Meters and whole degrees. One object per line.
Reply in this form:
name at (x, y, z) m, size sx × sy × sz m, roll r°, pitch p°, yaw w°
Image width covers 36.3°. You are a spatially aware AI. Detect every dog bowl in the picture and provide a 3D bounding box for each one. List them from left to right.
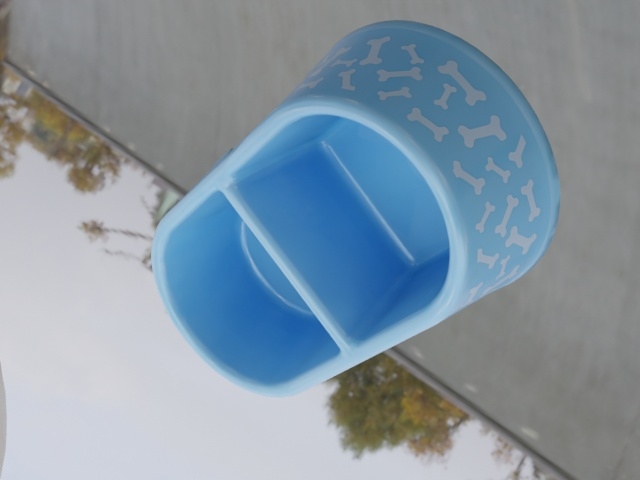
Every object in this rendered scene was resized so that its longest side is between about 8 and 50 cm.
dog bowl at (0.000, 0.000, 0.572) m, size 0.166 × 0.074 × 0.297 m, roll 53°, pitch 140°, yaw -2°

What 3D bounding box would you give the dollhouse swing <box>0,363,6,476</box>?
dollhouse swing at (-0.276, -0.036, 0.284) m, size 0.347 × 0.305 × 0.315 m, roll 2°, pitch 144°, yaw -9°
